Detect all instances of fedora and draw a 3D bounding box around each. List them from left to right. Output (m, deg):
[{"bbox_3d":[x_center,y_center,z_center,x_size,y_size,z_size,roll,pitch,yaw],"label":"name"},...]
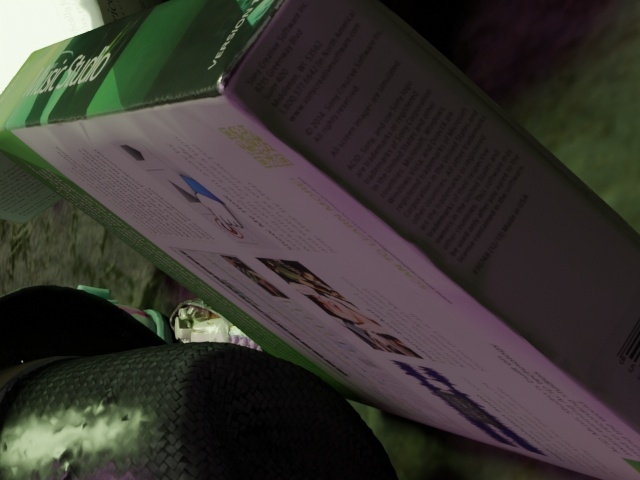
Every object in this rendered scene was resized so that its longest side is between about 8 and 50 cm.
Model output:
[{"bbox_3d":[-0.048,0.163,0.642,0.152,0.334,0.334,-21,70,29],"label":"fedora"}]

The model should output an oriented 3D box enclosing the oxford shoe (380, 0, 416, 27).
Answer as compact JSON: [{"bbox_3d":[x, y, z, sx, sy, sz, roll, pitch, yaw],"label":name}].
[{"bbox_3d":[-0.004,-0.167,0.596,0.348,0.123,0.130,105,155,-48],"label":"oxford shoe"}]

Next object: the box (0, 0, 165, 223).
[{"bbox_3d":[-0.206,-0.138,0.937,0.182,0.119,0.181,-30,69,20],"label":"box"}]

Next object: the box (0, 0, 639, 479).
[{"bbox_3d":[0.000,0.000,0.535,0.058,0.232,0.322,-57,23,-14],"label":"box"}]

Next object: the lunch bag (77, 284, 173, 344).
[{"bbox_3d":[-0.208,0.155,1.069,0.279,0.108,0.224,-17,60,60],"label":"lunch bag"}]

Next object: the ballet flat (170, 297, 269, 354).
[{"bbox_3d":[-0.072,0.063,0.884,0.114,0.041,0.041,17,107,62],"label":"ballet flat"}]
